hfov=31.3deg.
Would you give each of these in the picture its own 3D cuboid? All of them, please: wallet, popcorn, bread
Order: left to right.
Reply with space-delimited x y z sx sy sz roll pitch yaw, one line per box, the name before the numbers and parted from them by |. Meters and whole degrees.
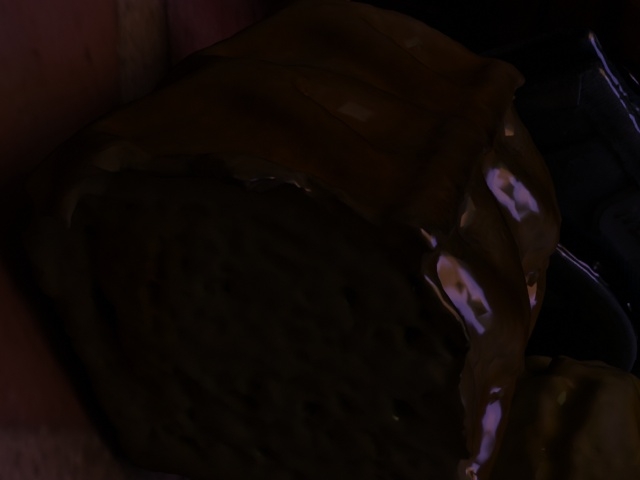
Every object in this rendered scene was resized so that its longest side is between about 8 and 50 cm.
bread | 0.006 0.002 0.557 0.252 0.196 0.238 -68 140 -57
wallet | 0.154 0.014 0.769 0.342 0.237 0.075 42 49 -37
popcorn | 0.160 0.201 0.747 0.293 0.237 0.293 -11 90 -67

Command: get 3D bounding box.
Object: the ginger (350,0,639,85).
ginger | 0.116 -0.180 0.799 0.152 0.357 0.274 -49 171 -15
